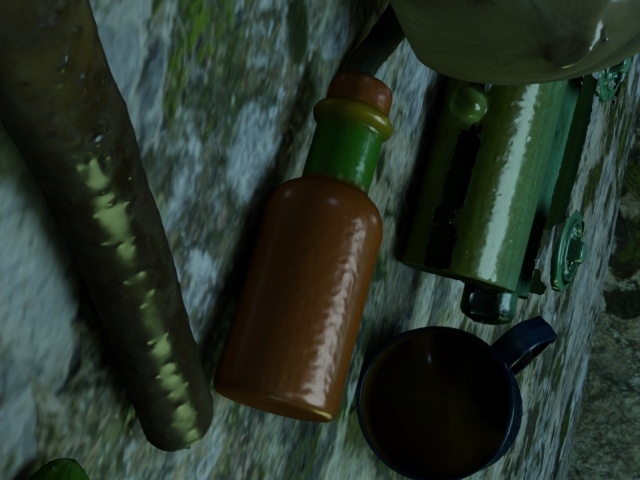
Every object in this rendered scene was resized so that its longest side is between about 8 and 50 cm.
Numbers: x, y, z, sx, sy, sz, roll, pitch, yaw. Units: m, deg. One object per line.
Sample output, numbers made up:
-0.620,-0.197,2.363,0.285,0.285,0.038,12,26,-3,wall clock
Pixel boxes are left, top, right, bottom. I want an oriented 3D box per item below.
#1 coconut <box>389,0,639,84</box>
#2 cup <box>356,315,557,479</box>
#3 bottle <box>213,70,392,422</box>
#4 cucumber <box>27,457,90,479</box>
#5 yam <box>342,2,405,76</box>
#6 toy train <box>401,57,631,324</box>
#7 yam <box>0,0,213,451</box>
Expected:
0.121,-0.185,0.782,0.224,0.224,0.224,14,90,-73,coconut
0.114,0.124,1.084,0.138,0.150,0.113,31,48,-75,cup
0.000,0.000,0.745,0.069,0.069,0.187,58,47,-67,bottle
-0.121,0.145,0.521,0.037,0.037,0.155,81,27,-53,cucumber
0.057,-0.156,0.883,0.234,0.027,0.029,-62,-175,-37,yam
0.160,-0.086,1.100,0.189,0.126,0.307,27,78,-73,toy train
-0.080,-0.011,0.519,0.045,0.045,0.327,-43,151,-21,yam
